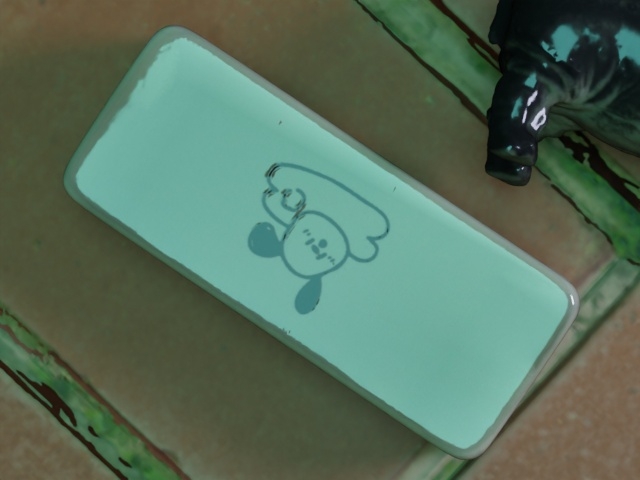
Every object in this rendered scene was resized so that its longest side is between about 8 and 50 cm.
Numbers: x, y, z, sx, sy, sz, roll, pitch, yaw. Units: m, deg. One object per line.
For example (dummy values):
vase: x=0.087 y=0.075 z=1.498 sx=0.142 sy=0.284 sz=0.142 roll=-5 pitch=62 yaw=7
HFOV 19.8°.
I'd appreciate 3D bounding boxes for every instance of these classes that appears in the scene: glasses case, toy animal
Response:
glasses case: x=0.000 y=0.000 z=1.134 sx=0.313 sy=0.070 sz=0.131 roll=34 pitch=91 yaw=5
toy animal: x=0.267 y=-0.086 z=1.102 sx=0.343 sy=0.106 sz=0.168 roll=0 pitch=81 yaw=-2
